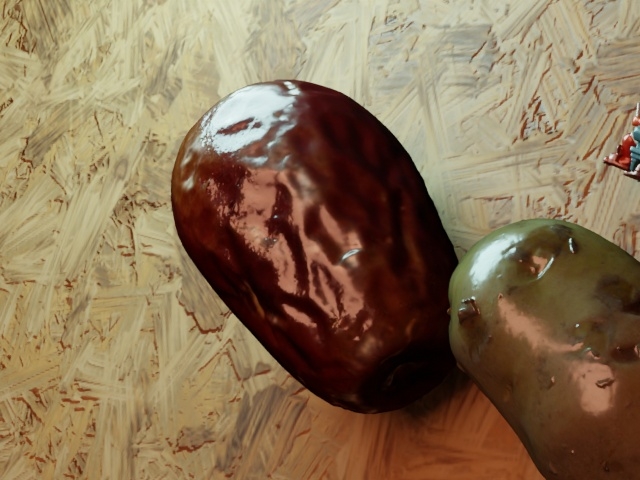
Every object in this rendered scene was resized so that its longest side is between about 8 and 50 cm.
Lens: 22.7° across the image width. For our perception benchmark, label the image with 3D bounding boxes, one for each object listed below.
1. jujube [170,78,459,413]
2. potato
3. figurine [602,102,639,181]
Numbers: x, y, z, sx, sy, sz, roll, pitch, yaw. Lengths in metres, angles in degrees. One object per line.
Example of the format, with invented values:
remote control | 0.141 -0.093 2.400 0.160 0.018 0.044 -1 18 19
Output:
jujube | 0.000 0.000 1.390 0.223 0.223 0.318 -42 56 16
potato | 0.203 0.089 1.227 0.165 0.165 0.262 -47 55 12
figurine | 0.293 -0.112 1.304 0.075 0.068 0.140 21 85 47
